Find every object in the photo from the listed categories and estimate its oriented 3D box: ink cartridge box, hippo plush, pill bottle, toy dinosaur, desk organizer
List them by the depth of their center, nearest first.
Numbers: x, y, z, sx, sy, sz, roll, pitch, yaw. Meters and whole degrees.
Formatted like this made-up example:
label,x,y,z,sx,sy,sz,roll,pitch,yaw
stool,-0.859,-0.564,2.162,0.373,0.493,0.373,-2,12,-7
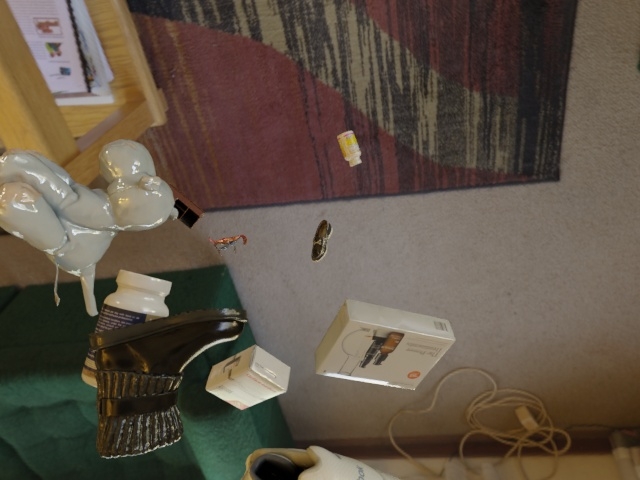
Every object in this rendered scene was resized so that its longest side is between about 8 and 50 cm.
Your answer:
label,x,y,z,sx,sy,sz,roll,pitch,yaw
hippo plush,-0.388,-0.070,0.836,0.236,0.294,0.234,-26,161,-3
pill bottle,-0.451,0.211,1.152,0.153,0.153,0.264,14,82,-3
pill bottle,0.075,-0.231,1.221,0.043,0.043,0.083,-19,94,18
toy dinosaur,-0.235,0.005,1.269,0.082,0.047,0.090,-34,153,-7
desk organizer,-0.405,-0.098,1.405,0.130,0.050,0.047,40,141,-7
ink cartridge box,-0.226,0.431,1.518,0.218,0.092,0.158,-30,122,33

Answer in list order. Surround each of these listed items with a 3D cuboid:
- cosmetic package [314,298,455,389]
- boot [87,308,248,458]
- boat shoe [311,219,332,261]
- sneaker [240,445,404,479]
label,x,y,z,sx,sy,sz,roll,pitch,yaw
cosmetic package,0.204,0.351,1.596,0.377,0.097,0.284,13,129,-17
boot,-0.308,0.294,1.041,0.348,0.131,0.260,-11,82,-14
boat shoe,0.000,0.000,1.322,0.046,0.125,0.038,4,146,31
sneaker,-0.045,0.272,0.511,0.129,0.111,0.297,43,127,-14
